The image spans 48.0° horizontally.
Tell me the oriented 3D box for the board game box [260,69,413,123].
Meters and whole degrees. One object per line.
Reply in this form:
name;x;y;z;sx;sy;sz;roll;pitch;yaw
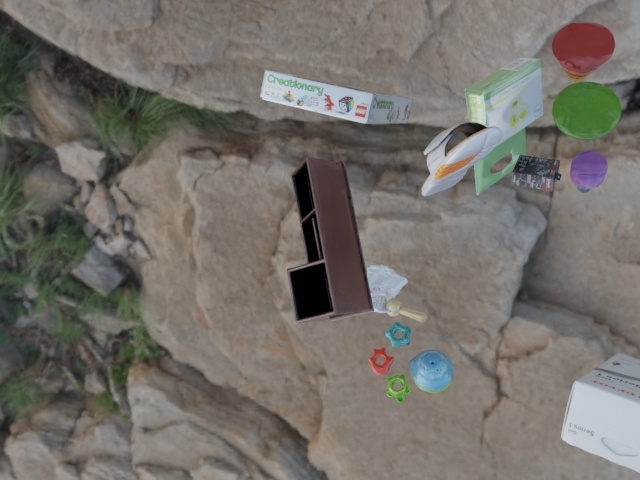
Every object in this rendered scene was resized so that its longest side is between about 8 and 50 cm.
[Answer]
board game box;0.041;-0.257;1.304;0.192;0.305;0.053;16;104;16

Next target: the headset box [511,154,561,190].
headset box;0.402;-0.125;1.330;0.083;0.062;0.032;12;133;22

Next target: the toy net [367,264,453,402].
toy net;0.119;0.147;1.169;0.122;0.232;0.045;-23;150;-6

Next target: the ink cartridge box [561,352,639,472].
ink cartridge box;0.461;0.244;1.021;0.160;0.219;0.093;16;102;35

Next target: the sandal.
sandal;0.225;-0.153;1.275;0.101;0.076;0.265;-21;169;-17

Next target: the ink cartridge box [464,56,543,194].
ink cartridge box;0.369;-0.221;1.421;0.056;0.171;0.235;24;139;47

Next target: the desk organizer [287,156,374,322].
desk organizer;0.000;0.000;0.592;0.047;0.130;0.050;-17;169;37

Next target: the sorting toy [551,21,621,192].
sorting toy;0.530;-0.256;1.454;0.126;0.366;0.126;0;159;13
